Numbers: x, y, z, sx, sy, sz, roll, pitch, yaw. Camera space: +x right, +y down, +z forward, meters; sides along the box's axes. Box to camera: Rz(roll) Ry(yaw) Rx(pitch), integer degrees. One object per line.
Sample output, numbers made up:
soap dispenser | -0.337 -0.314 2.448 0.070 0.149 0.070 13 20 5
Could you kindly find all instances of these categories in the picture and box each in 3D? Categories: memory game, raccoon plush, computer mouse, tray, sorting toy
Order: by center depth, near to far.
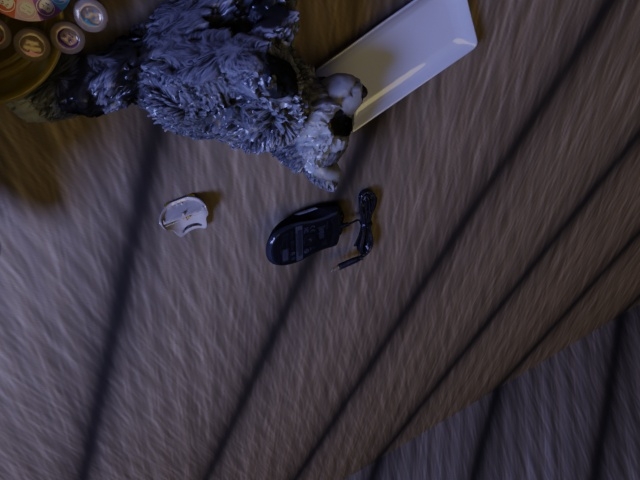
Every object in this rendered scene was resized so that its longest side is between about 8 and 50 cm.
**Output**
memory game | -0.310 -0.278 0.502 0.186 0.012 0.186 -16 135 -17
raccoon plush | -0.157 -0.196 0.721 0.445 0.216 0.299 -1 153 13
tray | 0.128 -0.309 0.811 0.270 0.030 0.145 -34 136 5
sorting toy | -0.238 -0.037 0.871 0.083 0.045 0.075 -21 143 -8
computer mouse | 0.000 0.000 1.015 0.261 0.060 0.184 -24 134 -22

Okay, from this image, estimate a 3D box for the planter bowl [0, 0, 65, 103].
planter bowl | -0.403 -0.267 0.534 0.217 0.090 0.217 -16 134 -17
